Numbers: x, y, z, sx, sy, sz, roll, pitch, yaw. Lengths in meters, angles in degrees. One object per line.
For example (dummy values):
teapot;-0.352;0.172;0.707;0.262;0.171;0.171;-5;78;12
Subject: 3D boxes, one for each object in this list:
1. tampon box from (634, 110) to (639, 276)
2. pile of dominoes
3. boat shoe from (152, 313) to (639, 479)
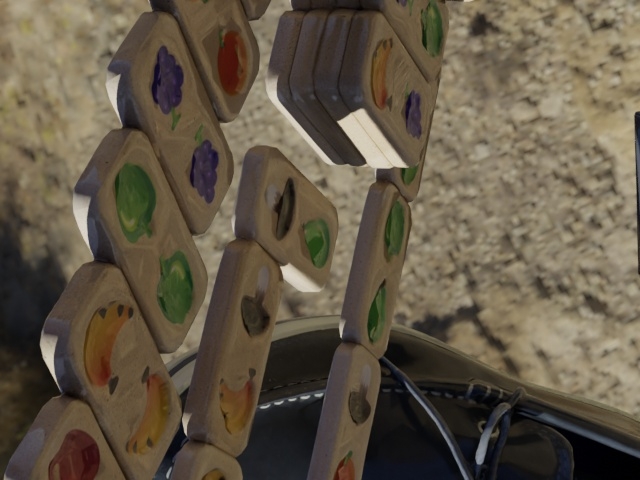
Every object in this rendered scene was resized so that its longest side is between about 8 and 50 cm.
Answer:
tampon box;0.307;-0.033;0.992;0.101;0.161;0.120;-152;56;-70
pile of dominoes;0.000;0.000;0.421;0.040;0.196;0.251;4;71;24
boat shoe;0.092;0.170;0.998;0.156;0.500;0.187;30;102;56
